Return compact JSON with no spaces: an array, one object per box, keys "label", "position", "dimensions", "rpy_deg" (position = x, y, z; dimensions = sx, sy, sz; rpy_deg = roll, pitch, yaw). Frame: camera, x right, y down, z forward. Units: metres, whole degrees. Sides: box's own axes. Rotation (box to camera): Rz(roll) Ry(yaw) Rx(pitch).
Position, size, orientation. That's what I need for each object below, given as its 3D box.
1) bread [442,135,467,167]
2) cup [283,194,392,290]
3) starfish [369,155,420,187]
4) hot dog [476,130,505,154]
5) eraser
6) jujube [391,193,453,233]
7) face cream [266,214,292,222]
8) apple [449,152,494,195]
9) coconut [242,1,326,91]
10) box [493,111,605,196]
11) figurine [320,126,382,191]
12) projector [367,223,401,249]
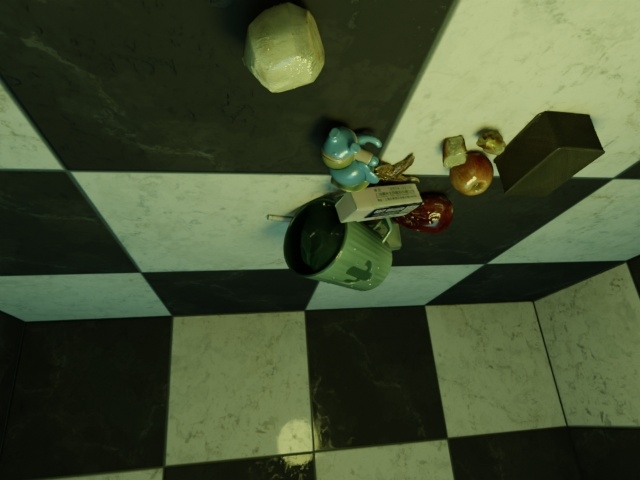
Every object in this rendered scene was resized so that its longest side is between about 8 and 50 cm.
[{"label":"bread","position":[0.422,-0.281,1.345],"dimensions":[0.076,0.070,0.083],"rpy_deg":[-10,156,11]},{"label":"cup","position":[0.112,0.020,1.675],"dimensions":[0.400,0.311,0.392],"rpy_deg":[-23,148,33]},{"label":"starfish","position":[0.241,-0.219,1.467],"dimensions":[0.276,0.062,0.236],"rpy_deg":[-6,158,-20]},{"label":"hot dog","position":[0.532,-0.308,1.315],"dimensions":[0.078,0.061,0.168],"rpy_deg":[20,-169,26]},{"label":"eraser","position":[0.204,-0.128,1.471],"dimensions":[0.286,0.086,0.130],"rpy_deg":[-9,163,-29]},{"label":"jujube","position":[0.401,-0.109,1.672],"dimensions":[0.236,0.168,0.168],"rpy_deg":[6,160,13]},{"label":"face cream","position":[-0.166,-0.089,1.753],"dimensions":[0.114,0.020,0.038],"rpy_deg":[5,155,-30]},{"label":"apple","position":[0.508,-0.222,1.427],"dimensions":[0.146,0.131,0.146],"rpy_deg":[-3,152,-2]},{"label":"coconut","position":[-0.081,-0.390,0.875],"dimensions":[0.162,0.161,0.161],"rpy_deg":[-11,157,19]},{"label":"box","position":[0.713,-0.266,1.351],"dimensions":[0.183,0.144,0.273],"rpy_deg":[1,156,-13]},{"label":"figurine","position":[0.091,-0.241,1.271],"dimensions":[0.179,0.154,0.262],"rpy_deg":[2,166,3]},{"label":"projector","position":[0.283,-0.012,1.907],"dimensions":[0.147,0.115,0.061],"rpy_deg":[-4,156,-2]}]
